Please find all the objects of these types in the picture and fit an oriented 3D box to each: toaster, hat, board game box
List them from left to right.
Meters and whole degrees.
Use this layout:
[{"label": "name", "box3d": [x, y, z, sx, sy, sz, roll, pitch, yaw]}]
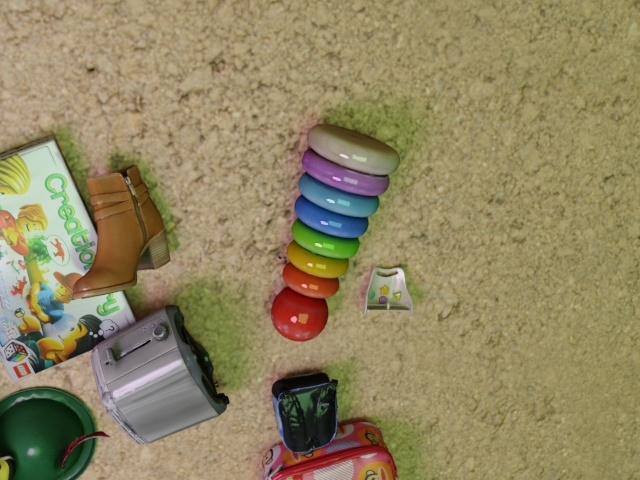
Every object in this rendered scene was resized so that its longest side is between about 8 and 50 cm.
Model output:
[{"label": "board game box", "box3d": [-0.402, 0.028, 1.123, 0.193, 0.053, 0.305, -23, 111, -10]}, {"label": "hat", "box3d": [-0.405, 0.319, 1.139, 0.173, 0.183, 0.208, 9, 103, -18]}, {"label": "toaster", "box3d": [-0.234, 0.205, 1.171, 0.146, 0.129, 0.227, -24, 143, -4]}]

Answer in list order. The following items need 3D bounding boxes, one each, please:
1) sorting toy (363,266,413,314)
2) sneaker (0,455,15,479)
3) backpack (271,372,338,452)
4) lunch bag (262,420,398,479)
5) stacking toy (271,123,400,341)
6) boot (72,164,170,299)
[{"label": "sorting toy", "box3d": [0.107, 0.080, 1.297, 0.083, 0.045, 0.075, 2, 98, -17]}, {"label": "sneaker", "box3d": [-0.585, 0.243, 1.090, 0.384, 0.145, 0.147, 50, 44, -5]}, {"label": "backpack", "box3d": [-0.025, 0.274, 1.291, 0.105, 0.084, 0.114, -9, 104, -14]}, {"label": "lunch bag", "box3d": [0.008, 0.465, 1.347, 0.258, 0.120, 0.293, -14, 110, -7]}, {"label": "stacking toy", "box3d": [0.000, 0.000, 1.201, 0.141, 0.141, 0.330, 14, 108, -20]}, {"label": "boot", "box3d": [-0.289, -0.013, 1.089, 0.073, 0.197, 0.152, -9, 105, 24]}]
